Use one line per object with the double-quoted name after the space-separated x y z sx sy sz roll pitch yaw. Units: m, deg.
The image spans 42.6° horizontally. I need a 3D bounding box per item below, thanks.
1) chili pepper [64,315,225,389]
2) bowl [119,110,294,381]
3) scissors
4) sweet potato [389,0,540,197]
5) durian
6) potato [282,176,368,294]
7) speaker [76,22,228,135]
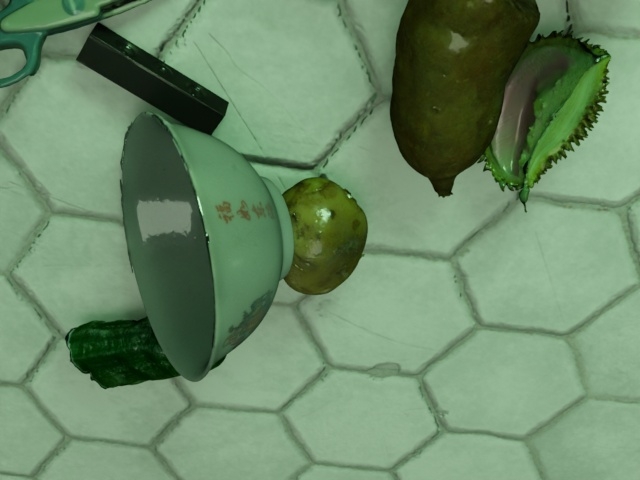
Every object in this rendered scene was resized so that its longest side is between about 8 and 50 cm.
-0.247 0.162 1.276 0.270 0.099 0.136 -16 116 18 "chili pepper"
-0.134 -0.002 1.066 0.157 0.345 0.346 -11 131 -27 "bowl"
-0.298 -0.276 0.976 0.289 0.041 0.138 -16 85 2 "scissors"
0.155 -0.197 0.973 0.157 0.158 0.370 10 131 -6 "sweet potato"
0.279 -0.160 1.030 0.095 0.137 0.221 -2 130 -41 "durian"
0.000 0.000 1.135 0.137 0.137 0.176 -9 129 8 "potato"
-0.211 -0.201 1.044 0.191 0.040 0.046 29 122 -19 "speaker"
